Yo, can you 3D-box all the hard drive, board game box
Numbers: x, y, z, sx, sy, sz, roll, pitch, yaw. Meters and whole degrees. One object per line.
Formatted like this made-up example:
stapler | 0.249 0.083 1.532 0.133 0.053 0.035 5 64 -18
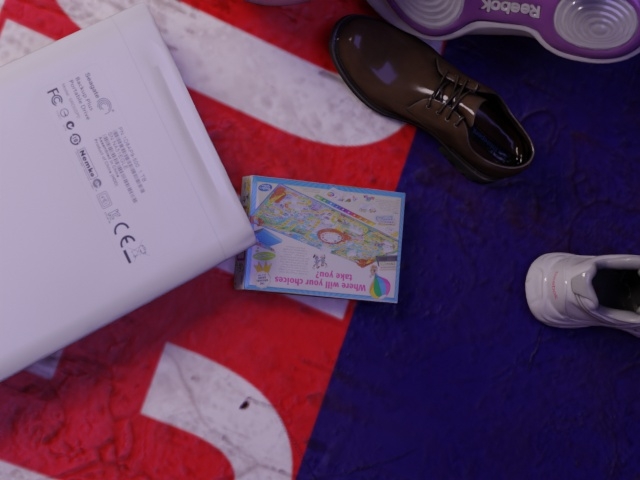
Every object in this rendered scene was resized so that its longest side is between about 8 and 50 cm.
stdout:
hard drive | -0.252 -0.022 1.516 0.353 0.047 0.233 -29 100 -22
board game box | 0.000 0.000 1.656 0.154 0.026 0.103 6 86 -24

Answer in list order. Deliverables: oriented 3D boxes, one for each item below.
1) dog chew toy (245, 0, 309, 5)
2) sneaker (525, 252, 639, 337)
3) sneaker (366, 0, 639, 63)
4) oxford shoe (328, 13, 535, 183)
dog chew toy | 0.025 -0.349 1.547 0.332 0.206 0.206 -36 103 2
sneaker | 0.320 0.054 1.748 0.232 0.115 0.090 -1 89 -24
sneaker | 0.163 -0.244 1.682 0.305 0.152 0.114 17 118 5
oxford shoe | 0.110 -0.137 1.673 0.227 0.096 0.082 33 78 -18
